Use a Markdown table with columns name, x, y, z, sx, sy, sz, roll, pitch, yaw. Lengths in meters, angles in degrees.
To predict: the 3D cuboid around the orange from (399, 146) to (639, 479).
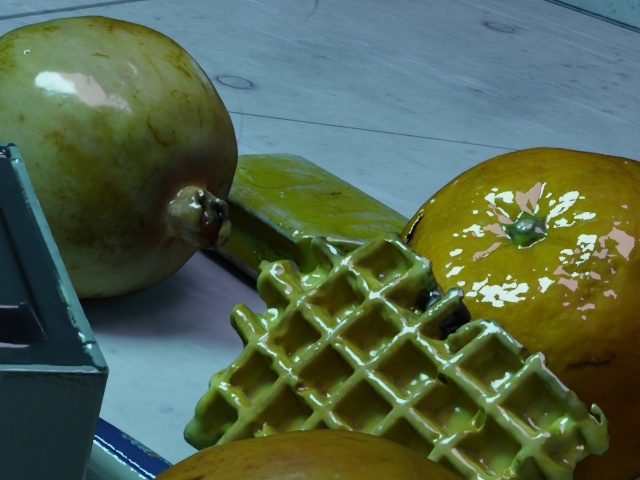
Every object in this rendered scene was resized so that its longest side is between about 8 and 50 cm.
| name | x | y | z | sx | sy | sz | roll | pitch | yaw |
| --- | --- | --- | --- | --- | --- | --- | --- | --- | --- |
| orange | 0.185 | 0.061 | 1.352 | 0.284 | 0.226 | 0.284 | -10 | 46 | 10 |

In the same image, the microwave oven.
| name | x | y | z | sx | sy | sz | roll | pitch | yaw |
| --- | --- | --- | --- | --- | --- | --- | --- | --- | --- |
| microwave oven | -0.263 | 0.085 | 1.059 | 0.181 | 0.237 | 0.295 | 3 | 27 | -22 |

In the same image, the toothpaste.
| name | x | y | z | sx | sy | sz | roll | pitch | yaw |
| --- | --- | --- | --- | --- | --- | --- | --- | --- | --- |
| toothpaste | -0.154 | 0.150 | 1.215 | 0.268 | 0.047 | 0.069 | 28 | 21 | 36 |

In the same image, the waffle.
| name | x | y | z | sx | sy | sz | roll | pitch | yaw |
| --- | --- | --- | --- | --- | --- | --- | --- | --- | --- |
| waffle | 0.044 | 0.109 | 1.196 | 0.310 | 0.065 | 0.283 | -4 | 58 | 19 |

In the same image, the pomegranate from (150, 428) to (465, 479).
| name | x | y | z | sx | sy | sz | roll | pitch | yaw |
| --- | --- | --- | --- | --- | --- | --- | --- | --- | --- |
| pomegranate | 0.000 | 0.219 | 0.832 | 0.264 | 0.264 | 0.264 | 11 | 21 | -4 |

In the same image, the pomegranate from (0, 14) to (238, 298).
| name | x | y | z | sx | sy | sz | roll | pitch | yaw |
| --- | --- | --- | --- | --- | --- | --- | --- | --- | --- |
| pomegranate | -0.185 | -0.064 | 1.492 | 0.252 | 0.229 | 0.270 | -11 | 37 | -45 |

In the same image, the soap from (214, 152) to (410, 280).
| name | x | y | z | sx | sy | sz | roll | pitch | yaw |
| --- | --- | --- | --- | --- | --- | --- | --- | --- | --- |
| soap | 0.000 | 0.000 | 1.641 | 0.160 | 0.080 | 0.257 | -8 | 29 | -42 |
